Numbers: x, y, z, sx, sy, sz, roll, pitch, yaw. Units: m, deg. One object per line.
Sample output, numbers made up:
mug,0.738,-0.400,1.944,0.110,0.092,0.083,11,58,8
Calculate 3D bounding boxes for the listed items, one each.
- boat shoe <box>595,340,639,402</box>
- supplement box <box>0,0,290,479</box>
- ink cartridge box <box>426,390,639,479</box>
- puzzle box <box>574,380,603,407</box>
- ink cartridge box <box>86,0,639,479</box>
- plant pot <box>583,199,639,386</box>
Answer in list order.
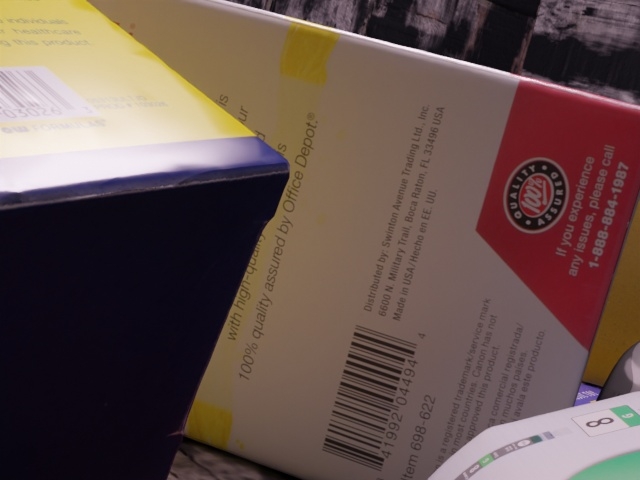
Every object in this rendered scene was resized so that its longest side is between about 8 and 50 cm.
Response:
boat shoe,0.287,0.111,0.807,0.103,0.118,0.320,27,18,29
supplement box,-0.222,-0.040,0.550,0.356,0.194,0.195,40,31,28
ink cartridge box,0.070,0.136,0.485,0.225,0.056,0.181,-11,11,-4
puzzle box,0.279,0.157,1.022,0.272,0.052,0.409,22,11,34
ink cartridge box,0.000,0.000,0.774,0.385,0.279,0.160,18,8,14
plant pot,0.270,0.022,1.069,0.212,0.187,0.212,16,9,6
